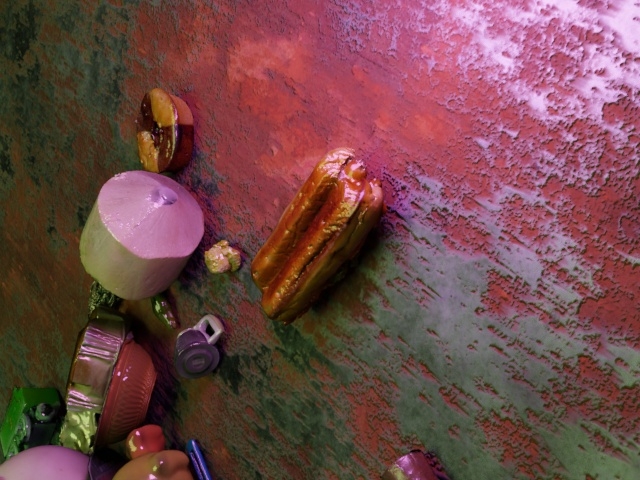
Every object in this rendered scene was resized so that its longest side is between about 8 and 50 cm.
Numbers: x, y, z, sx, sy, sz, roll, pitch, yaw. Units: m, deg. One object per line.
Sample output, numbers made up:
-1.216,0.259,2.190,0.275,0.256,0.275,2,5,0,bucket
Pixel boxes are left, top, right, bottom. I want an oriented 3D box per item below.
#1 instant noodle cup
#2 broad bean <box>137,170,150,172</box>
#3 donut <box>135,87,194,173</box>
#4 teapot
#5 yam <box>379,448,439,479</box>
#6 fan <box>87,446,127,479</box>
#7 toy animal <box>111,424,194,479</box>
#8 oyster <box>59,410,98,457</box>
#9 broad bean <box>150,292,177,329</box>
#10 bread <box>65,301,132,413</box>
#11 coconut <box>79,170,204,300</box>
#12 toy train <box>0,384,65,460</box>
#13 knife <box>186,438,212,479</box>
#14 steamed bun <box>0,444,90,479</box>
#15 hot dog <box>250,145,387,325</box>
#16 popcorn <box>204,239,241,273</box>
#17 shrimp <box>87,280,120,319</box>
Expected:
-0.419,0.342,2.014,0.274,0.090,0.274,-164,90,-83,instant noodle cup
-0.406,-0.099,2.041,0.214,0.070,0.048,126,160,-62,broad bean
-0.334,-0.233,1.978,0.166,0.073,0.184,-19,77,46,donut
-0.248,0.217,1.887,0.091,0.124,0.092,58,172,51,teapot
0.156,0.396,1.416,0.084,0.084,0.127,-58,47,30,yam
-0.428,0.575,2.037,0.012,0.294,0.223,-31,24,3,fan
-0.335,0.546,1.861,0.338,0.191,0.216,40,128,48,toy animal
-0.579,0.488,2.257,0.132,0.072,0.209,-32,57,22,oyster
-0.361,0.112,2.026,0.061,0.046,0.196,-33,64,46,broad bean
-0.510,0.269,2.084,0.192,0.109,0.210,-94,20,-67,bread
-0.365,-0.022,1.893,0.244,0.239,0.239,-51,54,36,coconut
-0.761,0.501,2.415,0.243,0.132,0.188,-62,40,28,toy train
-0.219,0.540,1.875,0.297,0.026,0.044,60,139,29,knife
-0.583,0.633,2.046,0.373,0.334,0.334,36,121,5,steamed bun
0.000,0.000,1.570,0.349,0.117,0.158,-56,46,34,hot dog
-0.193,0.038,1.831,0.083,0.059,0.068,-3,57,26,popcorn
-0.511,0.121,2.180,0.190,0.074,0.073,-60,16,16,shrimp
